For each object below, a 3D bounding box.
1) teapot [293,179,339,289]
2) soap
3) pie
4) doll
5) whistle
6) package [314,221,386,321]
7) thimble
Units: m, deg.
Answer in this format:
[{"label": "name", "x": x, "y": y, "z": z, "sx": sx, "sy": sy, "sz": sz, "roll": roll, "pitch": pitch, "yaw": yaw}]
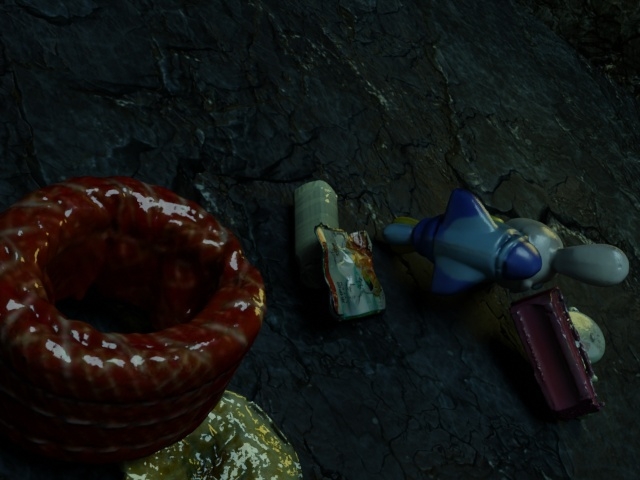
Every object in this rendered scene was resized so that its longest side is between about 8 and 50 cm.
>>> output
[{"label": "teapot", "x": 0.000, "y": 0.000, "z": 1.472, "sx": 0.107, "sy": 0.077, "sz": 0.200, "roll": 52, "pitch": 27, "yaw": -43}, {"label": "soap", "x": 0.455, "y": 0.221, "z": 1.575, "sx": 0.250, "sy": 0.099, "sz": 0.162, "roll": 69, "pitch": 17, "yaw": 7}, {"label": "pie", "x": -0.140, "y": 0.312, "z": 1.087, "sx": 0.274, "sy": 0.055, "sz": 0.274, "roll": 23, "pitch": 43, "yaw": -23}, {"label": "doll", "x": 0.322, "y": 0.028, "z": 1.552, "sx": 0.365, "sy": 0.376, "sz": 0.187, "roll": 10, "pitch": 68, "yaw": -20}, {"label": "whistle", "x": 0.529, "y": 0.247, "z": 1.697, "sx": 0.126, "sy": 0.067, "sz": 0.258, "roll": 17, "pitch": 49, "yaw": -10}, {"label": "package", "x": 0.060, "y": 0.054, "z": 1.417, "sx": 0.232, "sy": 0.040, "sz": 0.166, "roll": 8, "pitch": 67, "yaw": -65}, {"label": "thimble", "x": -0.260, "y": 0.091, "z": 1.016, "sx": 0.350, "sy": 0.230, "sz": 0.350, "roll": 17, "pitch": 41, "yaw": -16}]
